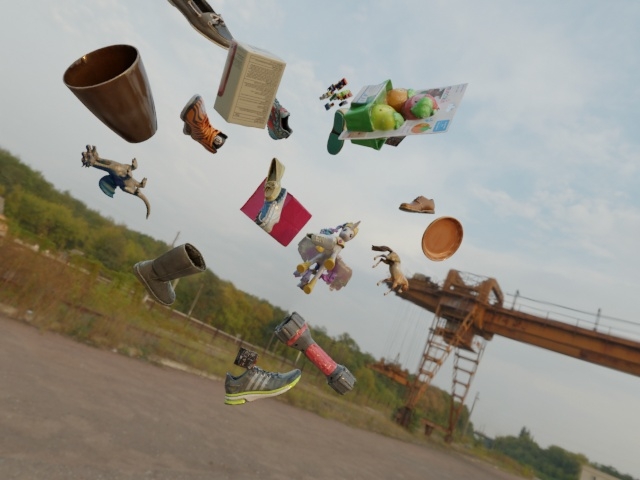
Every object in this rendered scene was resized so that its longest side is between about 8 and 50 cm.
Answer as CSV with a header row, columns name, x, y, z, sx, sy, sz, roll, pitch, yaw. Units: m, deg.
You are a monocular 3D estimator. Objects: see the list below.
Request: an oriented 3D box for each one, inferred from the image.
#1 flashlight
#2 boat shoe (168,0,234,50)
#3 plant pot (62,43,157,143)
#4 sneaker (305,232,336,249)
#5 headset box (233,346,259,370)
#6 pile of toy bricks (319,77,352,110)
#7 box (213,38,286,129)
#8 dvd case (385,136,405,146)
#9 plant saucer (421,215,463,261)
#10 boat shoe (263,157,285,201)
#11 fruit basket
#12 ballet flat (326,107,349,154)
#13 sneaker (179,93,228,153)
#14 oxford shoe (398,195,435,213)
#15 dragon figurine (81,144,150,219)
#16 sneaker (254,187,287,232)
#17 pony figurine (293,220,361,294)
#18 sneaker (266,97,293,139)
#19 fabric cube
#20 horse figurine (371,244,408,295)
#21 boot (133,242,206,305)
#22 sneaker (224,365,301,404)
name,x,y,z,sx,sy,sz,roll,pitch,yaw
flashlight,-0.011,0.366,1.388,0.304,0.103,0.103,46,-58,-5
boat shoe,-0.412,-0.793,1.497,0.335,0.112,0.095,44,-59,7
plant pot,-0.575,-0.405,1.263,0.215,0.215,0.230,17,-33,24
sneaker,0.000,0.000,1.627,0.061,0.054,0.152,22,-8,-38
headset box,-0.259,0.421,1.539,0.032,0.062,0.083,11,-17,39
pile of toy bricks,0.099,-0.715,2.128,0.212,0.105,0.118,-18,-80,58
box,-0.232,-0.500,1.405,0.148,0.232,0.127,-1,36,-41
dvd case,0.352,-0.549,2.103,0.180,0.022,0.253,10,-25,-18
plant saucer,0.501,-0.010,1.804,0.200,0.200,0.037,34,7,-30
boat shoe,-0.152,-0.192,1.375,0.056,0.153,0.048,-4,-33,31
fruit basket,0.266,-0.426,1.398,0.353,0.327,0.165,-2,-50,34
ballet flat,0.091,-0.485,1.926,0.086,0.086,0.248,23,-36,3
sneaker,-0.457,-0.463,1.753,0.180,0.125,0.321,37,-12,-7
oxford shoe,0.392,-0.147,1.773,0.212,0.076,0.076,-3,9,-43
dragon figurine,-0.649,-0.191,1.396,0.143,0.085,0.289,0,-37,6
sneaker,-0.174,-0.112,1.611,0.071,0.191,0.083,11,-30,33
pony figurine,0.025,0.080,1.915,0.303,0.363,0.351,41,-53,4
sneaker,-0.189,-0.591,1.971,0.125,0.104,0.262,4,-56,34
fabric cube,-0.255,-0.161,2.519,0.254,0.259,0.258,39,-2,32
horse figurine,0.322,0.132,2.000,0.174,0.263,0.066,-19,3,-31
boot,-0.426,0.104,1.293,0.208,0.076,0.190,-20,-51,14
sneaker,-0.220,0.523,1.625,0.299,0.121,0.111,-12,-5,-10
